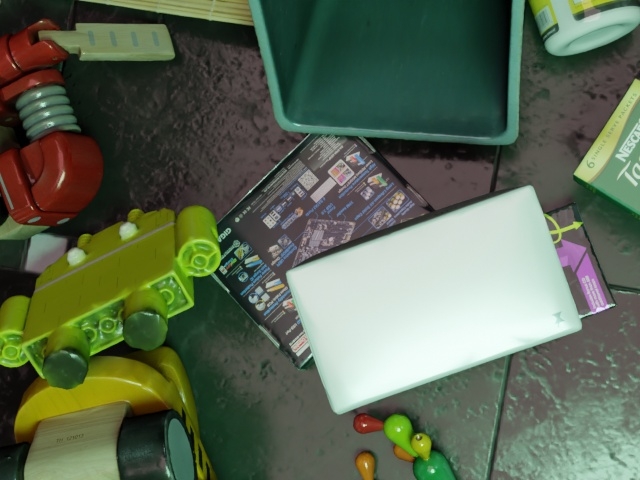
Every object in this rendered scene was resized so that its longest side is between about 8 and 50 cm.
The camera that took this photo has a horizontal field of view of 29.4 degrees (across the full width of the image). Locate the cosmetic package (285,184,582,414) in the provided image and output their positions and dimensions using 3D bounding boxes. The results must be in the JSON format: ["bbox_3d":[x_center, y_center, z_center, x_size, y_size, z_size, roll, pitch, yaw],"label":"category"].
[{"bbox_3d":[0.099,0.048,1.132,0.224,0.224,0.138,-19,91,2],"label":"cosmetic package"}]

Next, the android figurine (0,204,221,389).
[{"bbox_3d":[-0.212,0.044,1.227,0.248,0.273,0.056,-26,115,6],"label":"android figurine"}]

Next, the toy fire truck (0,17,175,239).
[{"bbox_3d":[-0.279,-0.140,1.311,0.246,0.158,0.217,-26,81,17],"label":"toy fire truck"}]

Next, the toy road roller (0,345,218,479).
[{"bbox_3d":[-0.189,0.258,1.248,0.202,0.240,0.329,-14,120,9],"label":"toy road roller"}]

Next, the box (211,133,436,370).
[{"bbox_3d":[0.000,0.000,1.286,0.220,0.051,0.175,-44,80,3],"label":"box"}]

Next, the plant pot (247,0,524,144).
[{"bbox_3d":[0.081,-0.271,1.202,0.247,0.248,0.252,4,59,10],"label":"plant pot"}]

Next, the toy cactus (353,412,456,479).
[{"bbox_3d":[0.117,0.276,1.227,0.180,0.112,0.219,-6,76,-1],"label":"toy cactus"}]

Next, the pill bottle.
[{"bbox_3d":[0.251,-0.289,1.242,0.103,0.103,0.184,-18,83,8],"label":"pill bottle"}]

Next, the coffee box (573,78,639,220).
[{"bbox_3d":[0.343,-0.058,1.147,0.184,0.040,0.113,35,94,13],"label":"coffee box"}]

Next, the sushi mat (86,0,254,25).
[{"bbox_3d":[-0.160,-0.319,1.324,0.316,0.019,0.151,13,89,23],"label":"sushi mat"}]

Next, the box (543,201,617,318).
[{"bbox_3d":[0.207,0.043,1.259,0.162,0.029,0.116,-22,82,8],"label":"box"}]
